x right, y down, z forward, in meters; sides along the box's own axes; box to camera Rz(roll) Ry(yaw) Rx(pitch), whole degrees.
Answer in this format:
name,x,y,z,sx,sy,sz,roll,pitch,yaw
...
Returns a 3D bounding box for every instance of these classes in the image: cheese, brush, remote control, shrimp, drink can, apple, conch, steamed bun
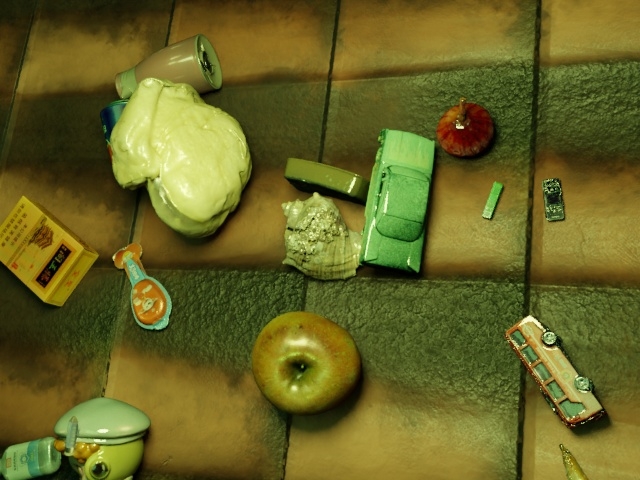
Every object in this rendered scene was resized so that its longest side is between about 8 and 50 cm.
name,x,y,z,sx,sy,sz,roll,pitch,yaw
cheese,-0.448,0.116,1.794,0.106,0.037,0.256,-34,67,6
brush,0.019,-0.135,1.657,0.197,0.123,0.059,15,84,23
remote control,0.499,-0.088,1.534,0.039,0.014,0.096,-6,72,18
shrimp,0.471,0.460,1.380,0.091,0.025,0.127,-18,72,15
drink can,-0.497,-0.256,1.861,0.118,0.118,0.205,-18,83,14
apple,-0.030,0.257,1.534,0.236,0.207,0.237,0,92,11
conch,0.000,0.000,1.638,0.245,0.163,0.178,34,121,8
steamed bun,-0.343,-0.195,1.728,0.372,0.230,0.325,46,55,-6

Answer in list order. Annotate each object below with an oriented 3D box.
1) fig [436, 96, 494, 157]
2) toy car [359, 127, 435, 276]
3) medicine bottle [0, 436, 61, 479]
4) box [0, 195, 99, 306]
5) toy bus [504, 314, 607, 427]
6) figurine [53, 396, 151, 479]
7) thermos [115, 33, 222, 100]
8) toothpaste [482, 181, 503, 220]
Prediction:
name,x,y,z,sx,sy,sz,roll,pitch,yaw
fig,0.330,-0.252,1.583,0.128,0.150,0.128,7,70,-19
toy car,0.179,-0.089,1.579,0.141,0.097,0.321,13,77,-12
medicine bottle,-0.739,0.547,1.762,0.208,0.053,0.090,-16,70,15
box,-0.741,0.026,1.903,0.274,0.076,0.174,35,89,24
toy bus,0.466,0.259,1.419,0.096,0.073,0.235,-37,66,16
figurine,-0.440,0.529,1.628,0.205,0.224,0.382,-32,90,-15
thermos,-0.406,-0.440,1.890,0.265,0.146,0.176,-13,30,16
toothpaste,0.380,-0.086,1.574,0.020,0.017,0.083,18,81,26
